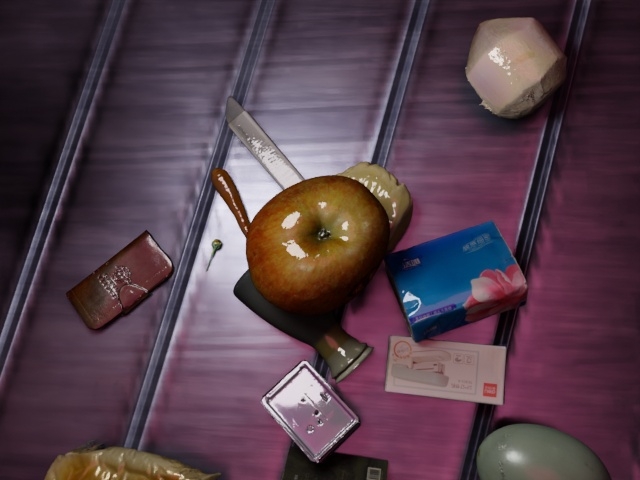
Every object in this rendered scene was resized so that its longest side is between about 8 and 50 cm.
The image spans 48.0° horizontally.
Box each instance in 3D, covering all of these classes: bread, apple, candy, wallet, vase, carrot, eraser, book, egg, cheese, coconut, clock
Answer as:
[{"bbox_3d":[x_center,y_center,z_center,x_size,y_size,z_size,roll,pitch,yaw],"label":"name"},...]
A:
[{"bbox_3d":[-0.421,0.590,1.599,0.389,0.183,0.235,9,66,13],"label":"bread"},{"bbox_3d":[0.000,0.000,1.486,0.278,0.250,0.309,35,58,-10],"label":"apple"},{"bbox_3d":[-0.261,0.036,1.742,0.023,0.025,0.083,19,95,-3],"label":"candy"},{"bbox_3d":[-0.481,0.102,1.743,0.255,0.031,0.137,-39,79,-2],"label":"wallet"},{"bbox_3d":[-0.031,0.168,1.628,0.173,0.173,0.321,-45,84,-3],"label":"vase"},{"bbox_3d":[-0.206,-0.080,1.745,0.048,0.048,0.216,-28,85,0],"label":"carrot"},{"bbox_3d":[-0.121,-0.202,1.731,0.061,0.089,0.352,-41,79,1],"label":"eraser"},{"bbox_3d":[0.030,0.529,1.574,0.229,0.160,0.024,6,121,7],"label":"book"},{"bbox_3d":[0.466,0.493,1.502,0.283,0.203,0.202,21,83,5],"label":"egg"},{"bbox_3d":[0.096,-0.066,1.677,0.214,0.117,0.226,38,90,16],"label":"cheese"},{"bbox_3d":[0.441,-0.406,1.656,0.234,0.224,0.224,42,87,9],"label":"coconut"},{"bbox_3d":[-0.021,0.386,1.611,0.145,0.073,0.193,-42,70,-9],"label":"clock"}]

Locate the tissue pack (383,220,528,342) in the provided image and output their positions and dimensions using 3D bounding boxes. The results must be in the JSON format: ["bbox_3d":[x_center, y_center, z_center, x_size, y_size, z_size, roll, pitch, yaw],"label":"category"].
[{"bbox_3d":[0.293,0.083,1.594,0.270,0.137,0.209,-19,51,2],"label":"tissue pack"}]

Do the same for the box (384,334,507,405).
[{"bbox_3d":[0.281,0.288,1.616,0.270,0.079,0.134,6,81,7],"label":"box"}]
